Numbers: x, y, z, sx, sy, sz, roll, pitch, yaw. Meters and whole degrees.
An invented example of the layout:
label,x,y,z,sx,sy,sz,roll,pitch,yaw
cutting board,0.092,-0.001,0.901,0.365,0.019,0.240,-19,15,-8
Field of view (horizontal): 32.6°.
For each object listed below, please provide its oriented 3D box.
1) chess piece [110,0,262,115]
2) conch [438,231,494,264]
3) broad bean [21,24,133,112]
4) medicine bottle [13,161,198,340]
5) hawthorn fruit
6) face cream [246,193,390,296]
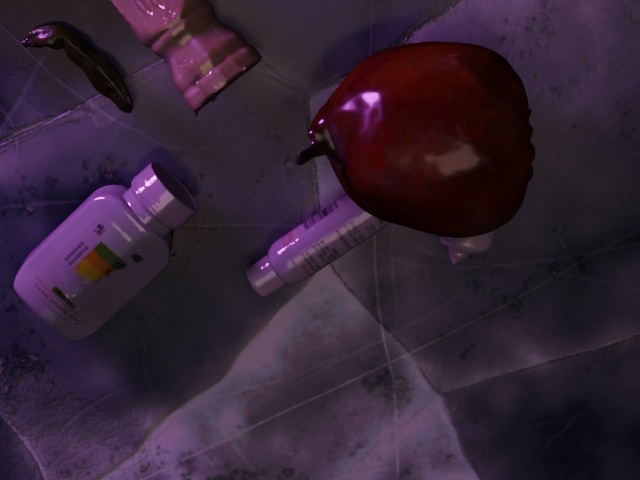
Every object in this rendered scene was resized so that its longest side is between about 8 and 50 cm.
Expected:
label,x,y,z,sx,sy,sz,roll,pitch,yaw
chess piece,-0.230,-0.342,1.628,0.137,0.137,0.301,-40,96,9
conch,0.239,-0.047,1.769,0.104,0.094,0.176,22,105,30
broad bean,-0.358,-0.271,1.667,0.195,0.046,0.061,32,115,-9
medicine bottle,-0.333,0.013,1.733,0.296,0.111,0.161,-41,107,8
hawthorn fruit,0.161,-0.153,1.631,0.325,0.308,0.308,4,110,19
face cream,0.000,0.000,1.770,0.269,0.082,0.082,-33,108,6
